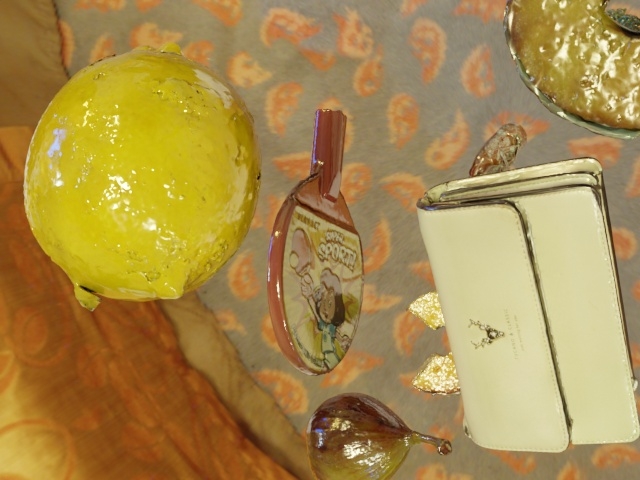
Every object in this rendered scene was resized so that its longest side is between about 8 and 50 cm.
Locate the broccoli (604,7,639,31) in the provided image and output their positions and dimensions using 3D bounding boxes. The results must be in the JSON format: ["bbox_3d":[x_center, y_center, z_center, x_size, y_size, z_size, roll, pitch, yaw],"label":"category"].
[{"bbox_3d":[0.559,-0.357,1.743,0.167,0.160,0.155,25,96,49],"label":"broccoli"}]

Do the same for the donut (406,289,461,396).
[{"bbox_3d":[0.224,0.169,1.558,0.146,0.078,0.181,-4,90,14],"label":"donut"}]

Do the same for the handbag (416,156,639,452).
[{"bbox_3d":[0.276,0.091,1.216,0.236,0.160,0.359,-8,108,22],"label":"handbag"}]

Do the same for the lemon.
[{"bbox_3d":[-0.128,-0.051,0.678,0.173,0.173,0.207,-2,77,12],"label":"lemon"}]

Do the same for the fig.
[{"bbox_3d":[0.132,0.418,1.890,0.320,0.217,0.217,-5,95,34],"label":"fig"}]

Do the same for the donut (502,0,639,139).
[{"bbox_3d":[0.342,-0.238,0.980,0.271,0.107,0.272,6,102,28],"label":"donut"}]

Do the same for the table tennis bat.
[{"bbox_3d":[0.000,0.000,1.427,0.051,0.268,0.415,-2,76,29],"label":"table tennis bat"}]

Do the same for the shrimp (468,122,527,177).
[{"bbox_3d":[0.324,-0.143,1.737,0.073,0.075,0.190,38,70,0],"label":"shrimp"}]
